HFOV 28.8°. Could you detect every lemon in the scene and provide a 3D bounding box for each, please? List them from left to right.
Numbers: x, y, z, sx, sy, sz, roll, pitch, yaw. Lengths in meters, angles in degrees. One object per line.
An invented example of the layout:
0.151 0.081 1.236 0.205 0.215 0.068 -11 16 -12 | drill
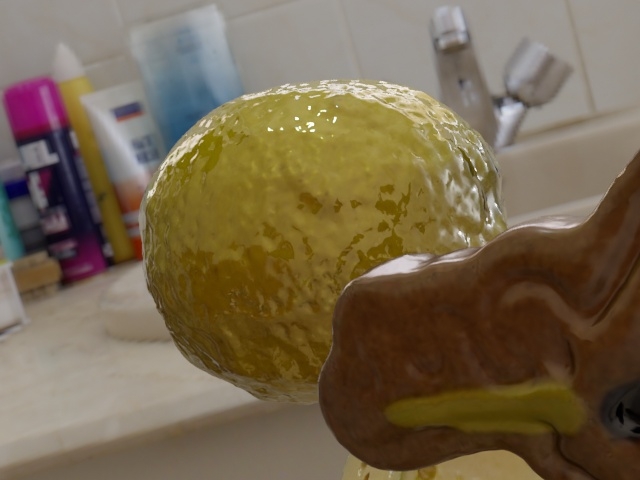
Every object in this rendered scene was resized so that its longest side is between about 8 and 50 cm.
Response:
0.002 0.000 0.649 0.180 0.181 0.193 -22 18 -32 | lemon

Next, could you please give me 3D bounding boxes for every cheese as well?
0.061 0.160 0.878 0.171 0.126 0.093 -16 46 54 | cheese

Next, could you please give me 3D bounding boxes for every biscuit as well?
0.134 0.045 0.357 0.295 0.186 0.044 -32 4 35 | biscuit
